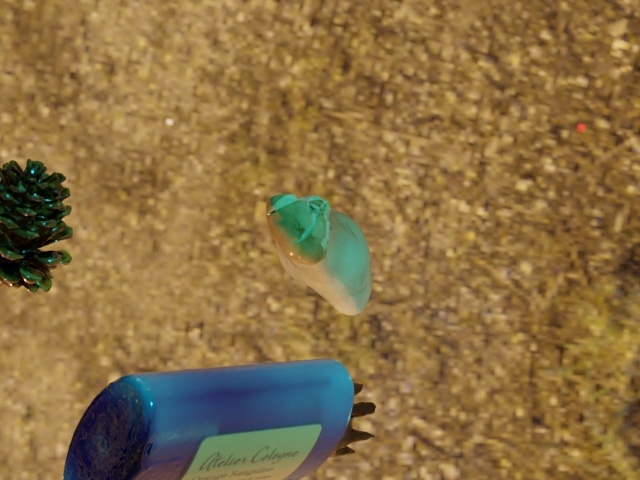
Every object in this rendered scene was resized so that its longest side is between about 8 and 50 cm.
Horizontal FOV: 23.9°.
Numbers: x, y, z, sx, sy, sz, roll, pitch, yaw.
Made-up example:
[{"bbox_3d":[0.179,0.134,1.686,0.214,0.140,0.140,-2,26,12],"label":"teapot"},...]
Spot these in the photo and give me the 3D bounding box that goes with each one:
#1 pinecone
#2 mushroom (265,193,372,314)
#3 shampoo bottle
[{"bbox_3d":[-0.244,-0.012,1.209,0.102,0.102,0.109,56,144,39],"label":"pinecone"},{"bbox_3d":[0.000,0.000,1.577,0.093,0.225,0.116,-33,64,-4],"label":"mushroom"},{"bbox_3d":[-0.045,0.101,0.802,0.050,0.183,0.087,50,121,30],"label":"shampoo bottle"}]
